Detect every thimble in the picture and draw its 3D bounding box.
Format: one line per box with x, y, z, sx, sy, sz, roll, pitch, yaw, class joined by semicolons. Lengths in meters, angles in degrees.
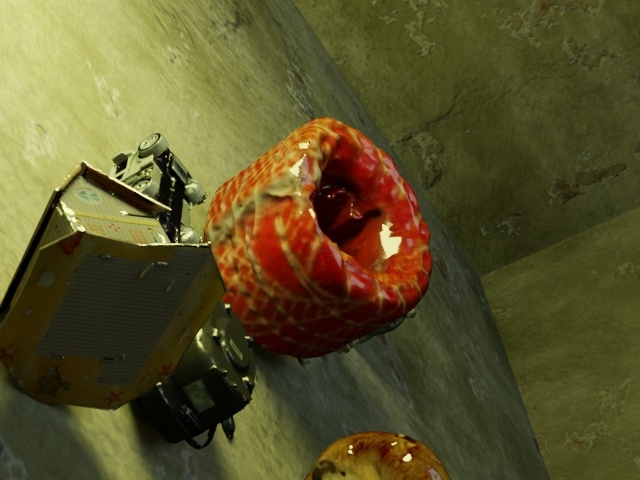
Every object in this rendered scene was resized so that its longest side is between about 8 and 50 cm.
0.000;0.000;1.470;0.350;0.231;0.350;34;41;-36;thimble

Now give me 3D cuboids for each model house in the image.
-0.225;0.042;0.915;0.207;0.219;0.136;8;35;-41;model house

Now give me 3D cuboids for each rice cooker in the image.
-0.145;0.145;1.092;0.142;0.118;0.203;58;13;-23;rice cooker

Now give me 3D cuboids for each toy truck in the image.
-0.213;-0.018;1.122;0.114;0.124;0.253;55;16;-33;toy truck

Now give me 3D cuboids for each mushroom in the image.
0.048;0.385;1.186;0.267;0.255;0.267;45;-25;29;mushroom

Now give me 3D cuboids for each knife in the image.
-0.134;0.201;1.235;0.031;0.018;0.121;20;47;-79;knife

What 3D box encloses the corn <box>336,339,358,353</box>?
-0.009;0.115;1.691;0.087;0.087;0.210;-91;157;-58;corn

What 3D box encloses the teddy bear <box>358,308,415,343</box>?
0.085;0.068;1.930;0.267;0.151;0.236;61;13;-15;teddy bear

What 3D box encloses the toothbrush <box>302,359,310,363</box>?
-0.089;0.082;1.555;0.303;0.030;0.030;59;16;-18;toothbrush
